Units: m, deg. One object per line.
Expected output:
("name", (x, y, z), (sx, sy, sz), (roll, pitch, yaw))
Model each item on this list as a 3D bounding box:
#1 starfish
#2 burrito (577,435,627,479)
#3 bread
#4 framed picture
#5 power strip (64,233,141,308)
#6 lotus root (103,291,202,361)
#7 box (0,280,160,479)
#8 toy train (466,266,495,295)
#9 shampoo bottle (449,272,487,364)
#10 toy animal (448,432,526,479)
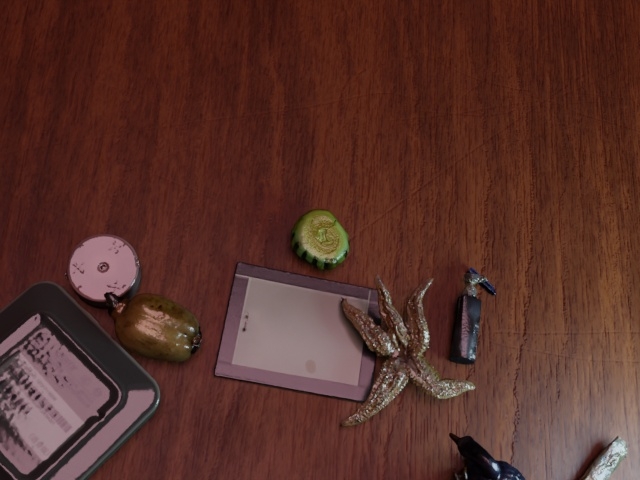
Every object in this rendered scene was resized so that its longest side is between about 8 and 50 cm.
("starfish", (0.150, 0.220, 1.701), (0.301, 0.084, 0.294), (-15, 82, -2))
("burrito", (0.605, 0.499, 1.707), (0.171, 0.042, 0.051), (-43, 92, -19))
("bread", (0.000, 0.000, 1.779), (0.139, 0.071, 0.130), (36, 65, 7))
("framed picture", (-0.040, 0.200, 1.729), (0.347, 0.016, 0.265), (11, 69, -6))
("power strip", (-0.461, 0.067, 1.676), (0.154, 0.078, 0.154), (2, 73, -7))
("lotus root", (-0.350, 0.174, 1.628), (0.220, 0.118, 0.125), (23, 59, -8))
("box", (-0.559, 0.313, 1.564), (0.367, 0.090, 0.373), (43, 70, 7))
("toy train", (0.376, 0.096, 1.834), (0.083, 0.017, 0.017), (42, 62, 7))
("shampoo bottle", (0.333, 0.173, 1.776), (0.063, 0.057, 0.208), (13, 69, -4))
("toy animal", (0.347, 0.510, 1.587), (0.122, 0.185, 0.298), (-31, 96, -23))
